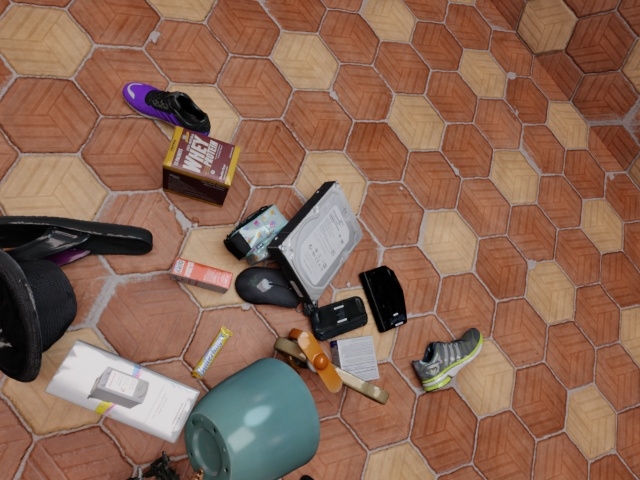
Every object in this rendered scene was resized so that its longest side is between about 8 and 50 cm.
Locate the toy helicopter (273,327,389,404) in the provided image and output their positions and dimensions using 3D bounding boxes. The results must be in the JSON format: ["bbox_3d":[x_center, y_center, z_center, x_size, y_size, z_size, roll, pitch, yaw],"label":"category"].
[{"bbox_3d":[0.030,0.362,1.190,0.355,0.235,0.140,25,67,8],"label":"toy helicopter"}]

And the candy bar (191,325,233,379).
[{"bbox_3d":[-0.315,0.327,1.231,0.040,0.018,0.161,36,65,-7],"label":"candy bar"}]

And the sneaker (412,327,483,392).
[{"bbox_3d":[0.438,0.382,1.446,0.300,0.111,0.121,-33,84,-27],"label":"sneaker"}]

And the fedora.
[{"bbox_3d":[-0.698,0.165,1.022,0.152,0.334,0.334,-24,83,-56],"label":"fedora"}]

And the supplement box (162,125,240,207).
[{"bbox_3d":[-0.360,-0.214,1.272,0.191,0.194,0.129,16,70,-15],"label":"supplement box"}]

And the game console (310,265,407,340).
[{"bbox_3d":[0.128,0.219,1.405,0.361,0.044,0.213,-14,80,-27],"label":"game console"}]

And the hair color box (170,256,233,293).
[{"bbox_3d":[-0.349,0.105,1.241,0.167,0.093,0.053,17,69,-16],"label":"hair color box"}]

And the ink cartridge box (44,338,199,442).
[{"bbox_3d":[-0.472,0.371,1.046,0.306,0.226,0.131,27,66,-10],"label":"ink cartridge box"}]

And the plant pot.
[{"bbox_3d":[-0.185,0.470,1.045,0.235,0.293,0.293,-9,77,-50],"label":"plant pot"}]

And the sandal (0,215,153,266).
[{"bbox_3d":[-0.676,0.014,1.101,0.445,0.167,0.107,3,65,-20],"label":"sandal"}]

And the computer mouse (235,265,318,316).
[{"bbox_3d":[-0.127,0.138,1.324,0.272,0.072,0.189,6,74,-19],"label":"computer mouse"}]

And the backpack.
[{"bbox_3d":[-0.182,-0.018,1.297,0.144,0.166,0.188,44,68,-5],"label":"backpack"}]

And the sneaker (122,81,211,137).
[{"bbox_3d":[-0.471,-0.427,1.319,0.293,0.146,0.102,28,67,-11],"label":"sneaker"}]

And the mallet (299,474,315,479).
[{"bbox_3d":[0.018,0.741,1.229,0.189,0.062,0.039,42,66,-21],"label":"mallet"}]

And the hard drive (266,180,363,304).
[{"bbox_3d":[0.000,0.000,1.333,0.339,0.064,0.237,-51,126,-36],"label":"hard drive"}]

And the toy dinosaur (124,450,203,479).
[{"bbox_3d":[-0.369,0.641,1.010,0.322,0.164,0.218,-44,72,-1],"label":"toy dinosaur"}]

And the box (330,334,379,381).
[{"bbox_3d":[0.107,0.378,1.341,0.126,0.072,0.137,-3,75,-21],"label":"box"}]
